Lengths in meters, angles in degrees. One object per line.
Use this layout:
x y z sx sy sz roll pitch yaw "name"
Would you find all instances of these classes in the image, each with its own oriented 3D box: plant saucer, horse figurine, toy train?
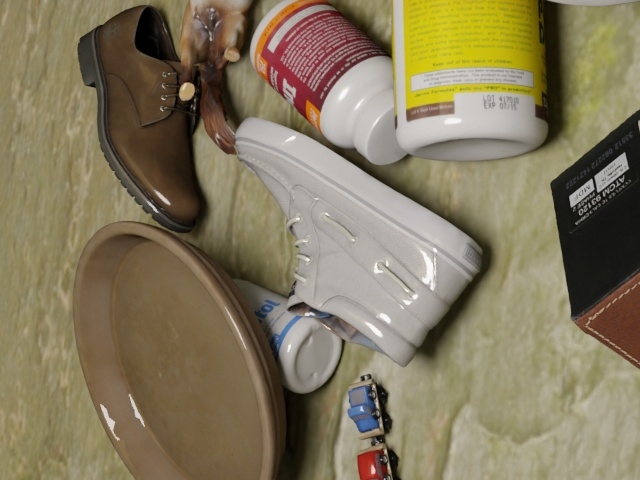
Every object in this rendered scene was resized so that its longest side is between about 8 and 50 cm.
-0.117 0.112 1.522 0.278 0.041 0.277 28 129 42 "plant saucer"
-0.081 -0.213 1.550 0.174 0.066 0.263 -98 18 -73 "horse figurine"
0.045 0.184 1.446 0.027 0.036 0.158 -21 72 35 "toy train"

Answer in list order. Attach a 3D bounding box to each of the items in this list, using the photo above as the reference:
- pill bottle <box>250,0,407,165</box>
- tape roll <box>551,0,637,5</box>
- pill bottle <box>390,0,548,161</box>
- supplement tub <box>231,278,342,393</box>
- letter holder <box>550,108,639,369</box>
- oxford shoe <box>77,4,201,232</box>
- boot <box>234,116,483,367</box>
0.017 -0.130 1.478 0.152 0.086 0.086 45 112 34 "pill bottle"
0.189 -0.307 1.249 0.246 0.169 0.246 -5 68 13 "tape roll"
0.113 -0.174 1.386 0.117 0.117 0.215 -8 80 38 "pill bottle"
-0.041 0.079 1.508 0.107 0.071 0.071 21 97 38 "supplement tub"
0.338 -0.027 1.184 0.302 0.214 0.152 -41 29 29 "letter holder"
-0.147 -0.114 1.613 0.096 0.083 0.227 -32 66 28 "oxford shoe"
0.000 0.000 1.453 0.258 0.095 0.123 31 84 36 "boot"
